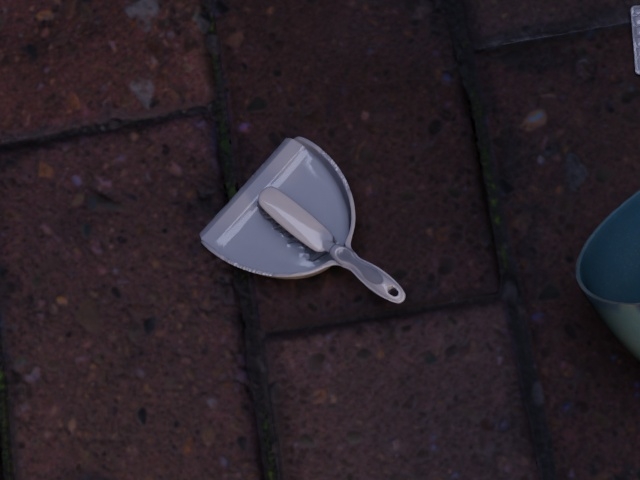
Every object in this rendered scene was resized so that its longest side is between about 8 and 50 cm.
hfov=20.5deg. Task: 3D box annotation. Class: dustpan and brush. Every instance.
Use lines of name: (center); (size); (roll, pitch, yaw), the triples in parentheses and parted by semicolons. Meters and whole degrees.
dustpan and brush: (0.000, 0.000, 1.689); (0.211, 0.060, 0.147); (39, 79, 16)

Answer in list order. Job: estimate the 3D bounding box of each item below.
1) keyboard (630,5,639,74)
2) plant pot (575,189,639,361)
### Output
keyboard: (0.436, -0.204, 1.740); (0.256, 0.014, 0.072); (-3, 71, 5)
plant pot: (0.395, 0.051, 1.548); (0.290, 0.290, 0.195); (-31, 108, -5)
